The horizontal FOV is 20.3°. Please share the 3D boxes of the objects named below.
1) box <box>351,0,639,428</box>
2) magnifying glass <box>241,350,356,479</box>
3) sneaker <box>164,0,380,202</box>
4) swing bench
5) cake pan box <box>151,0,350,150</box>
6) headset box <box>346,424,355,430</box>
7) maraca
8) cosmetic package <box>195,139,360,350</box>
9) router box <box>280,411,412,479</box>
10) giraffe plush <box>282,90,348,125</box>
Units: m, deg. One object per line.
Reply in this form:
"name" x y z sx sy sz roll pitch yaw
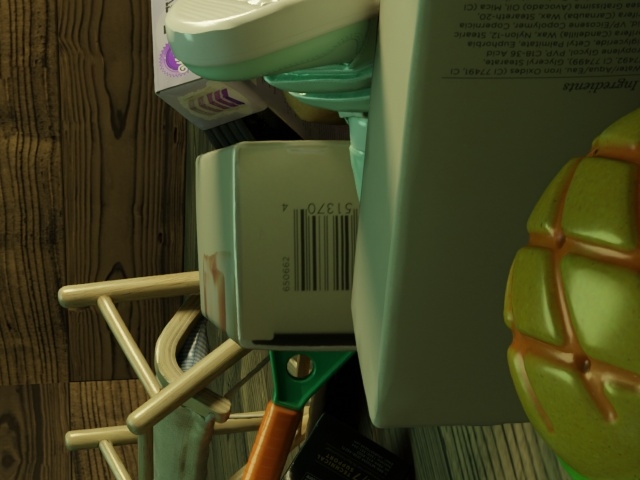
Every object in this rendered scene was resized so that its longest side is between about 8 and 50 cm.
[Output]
"box" 0.079 -0.046 0.778 0.094 0.113 0.275 -101 13 -49
"magnifying glass" -0.019 0.107 1.410 0.026 0.092 0.231 -111 40 -78
"sneaker" 0.026 -0.064 0.870 0.256 0.094 0.151 -18 -69 -51
"swing bench" -0.081 0.126 1.561 0.165 0.255 0.253 56 156 31
"cake pan box" -0.050 -0.180 1.416 0.246 0.070 0.267 35 -136 -57
"headset box" 0.017 0.211 1.545 0.062 0.032 0.083 97 167 -51
"maraca" 0.123 0.000 0.552 0.185 0.099 0.127 -58 31 27
"cosmetic package" 0.000 0.000 1.204 0.296 0.153 0.129 -165 74 -83
"router box" -0.044 0.295 1.386 0.243 0.081 0.309 -57 -7 -24
"giraffe plush" 0.026 -0.141 1.083 0.210 0.181 0.170 -28 71 42
